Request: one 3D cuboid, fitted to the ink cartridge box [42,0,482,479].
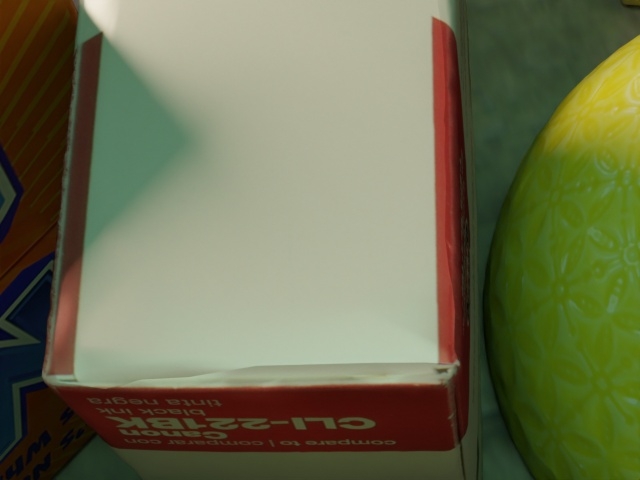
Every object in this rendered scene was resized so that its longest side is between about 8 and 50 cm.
[{"bbox_3d":[0.000,0.000,0.520,0.114,0.273,0.197,-2,67,8],"label":"ink cartridge box"}]

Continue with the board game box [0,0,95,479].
[{"bbox_3d":[-0.311,-0.014,0.507,0.356,0.356,0.356,39,75,19],"label":"board game box"}]

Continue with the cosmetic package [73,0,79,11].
[{"bbox_3d":[-0.031,-0.153,0.651,0.151,0.151,0.184,-1,67,6],"label":"cosmetic package"}]

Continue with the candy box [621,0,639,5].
[{"bbox_3d":[0.225,-0.199,0.557,0.183,0.316,0.087,7,69,9],"label":"candy box"}]

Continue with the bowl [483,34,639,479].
[{"bbox_3d":[0.209,0.003,0.561,0.289,0.156,0.289,-2,67,4],"label":"bowl"}]
